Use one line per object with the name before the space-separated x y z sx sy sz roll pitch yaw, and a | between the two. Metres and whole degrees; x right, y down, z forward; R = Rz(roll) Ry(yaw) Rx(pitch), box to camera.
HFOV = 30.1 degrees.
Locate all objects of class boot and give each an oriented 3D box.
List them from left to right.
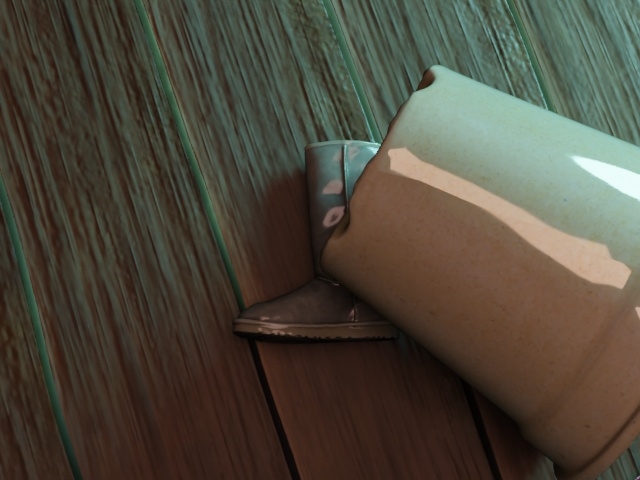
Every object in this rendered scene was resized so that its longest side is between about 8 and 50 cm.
boot | -0.002 0.000 1.221 0.189 0.076 0.209 0 82 -20

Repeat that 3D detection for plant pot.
plant pot | 0.178 0.006 1.102 0.305 0.334 0.334 30 75 4

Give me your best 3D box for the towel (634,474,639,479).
towel | 0.347 0.360 1.177 0.329 0.037 0.237 -32 81 -12
